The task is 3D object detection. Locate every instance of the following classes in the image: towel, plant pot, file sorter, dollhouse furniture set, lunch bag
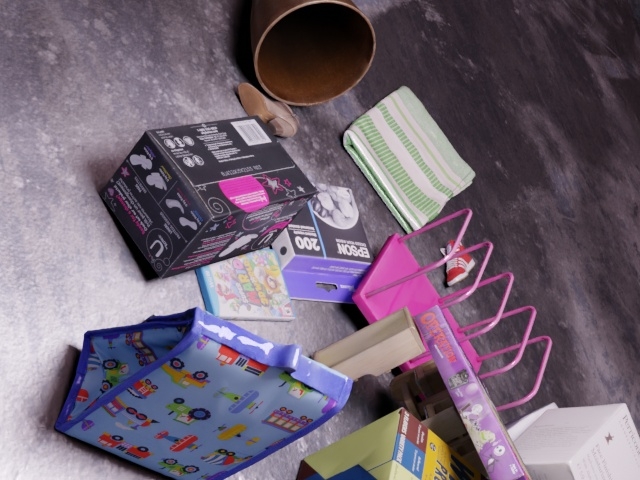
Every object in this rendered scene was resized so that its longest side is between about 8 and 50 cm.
[{"bbox_3d":[0.176,-0.164,2.079,0.248,0.038,0.325,53,36,-3],"label":"towel"},{"bbox_3d":[-0.040,-0.395,1.894,0.215,0.215,0.230,22,32,-38],"label":"plant pot"},{"bbox_3d":[0.230,0.125,1.752,0.291,0.182,0.202,56,34,-15],"label":"file sorter"},{"bbox_3d":[0.115,0.249,1.577,0.242,0.161,0.212,61,6,-13],"label":"dollhouse furniture set"},{"bbox_3d":[-0.125,0.171,1.224,0.221,0.293,0.138,31,53,-30],"label":"lunch bag"}]

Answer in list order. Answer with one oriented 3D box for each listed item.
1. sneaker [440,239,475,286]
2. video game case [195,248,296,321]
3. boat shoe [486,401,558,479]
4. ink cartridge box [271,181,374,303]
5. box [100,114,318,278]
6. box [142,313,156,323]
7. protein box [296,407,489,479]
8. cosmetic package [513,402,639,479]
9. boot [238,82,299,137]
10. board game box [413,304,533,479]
[{"bbox_3d":[0.250,0.040,1.997,0.067,0.042,0.118,57,27,-5],"label":"sneaker"},{"bbox_3d":[-0.114,0.063,1.579,0.166,0.015,0.119,6,58,-47],"label":"video game case"},{"bbox_3d":[0.308,0.389,1.709,0.367,0.136,0.156,-22,79,-51],"label":"boat shoe"},{"bbox_3d":[0.000,0.000,1.737,0.206,0.045,0.208,7,59,-47],"label":"ink cartridge box"},{"bbox_3d":[-0.156,-0.068,1.512,0.163,0.142,0.247,52,33,14],"label":"box"},{"bbox_3d":[-0.213,0.147,1.392,0.083,0.018,0.067,51,35,-8],"label":"box"},{"bbox_3d":[0.098,0.365,1.424,0.201,0.200,0.136,42,37,-20],"label":"protein box"},{"bbox_3d":[0.385,0.357,1.609,0.183,0.151,0.151,-30,100,-42],"label":"cosmetic package"},{"bbox_3d":[-0.085,-0.226,1.826,0.118,0.042,0.087,57,29,0],"label":"boot"},{"bbox_3d":[0.235,0.267,1.479,0.208,0.056,0.347,52,10,-36],"label":"board game box"}]
